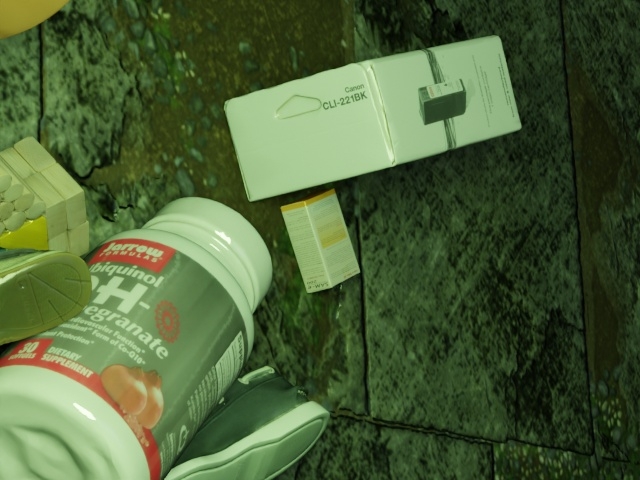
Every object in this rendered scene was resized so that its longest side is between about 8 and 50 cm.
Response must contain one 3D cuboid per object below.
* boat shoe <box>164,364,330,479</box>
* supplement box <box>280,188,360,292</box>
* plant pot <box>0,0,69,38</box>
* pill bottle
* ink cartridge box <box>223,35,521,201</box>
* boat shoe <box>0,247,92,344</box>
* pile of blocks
[{"bbox_3d":[-0.122,0.204,1.841,0.091,0.114,0.302,42,36,23],"label":"boat shoe"},{"bbox_3d":[0.000,0.000,2.114,0.062,0.036,0.098,-24,99,-54],"label":"supplement box"},{"bbox_3d":[-0.305,-0.299,1.617,0.203,0.290,0.291,52,39,-57],"label":"plant pot"},{"bbox_3d":[-0.166,0.100,1.737,0.176,0.176,0.318,61,38,-21],"label":"pill bottle"},{"bbox_3d":[0.059,-0.133,2.099,0.273,0.197,0.114,-17,93,-54],"label":"ink cartridge box"},{"bbox_3d":[-0.301,0.059,1.621,0.223,0.073,0.080,-19,106,-22],"label":"boat shoe"},{"bbox_3d":[-0.337,-0.051,1.634,0.112,0.149,0.362,44,8,30],"label":"pile of blocks"}]
